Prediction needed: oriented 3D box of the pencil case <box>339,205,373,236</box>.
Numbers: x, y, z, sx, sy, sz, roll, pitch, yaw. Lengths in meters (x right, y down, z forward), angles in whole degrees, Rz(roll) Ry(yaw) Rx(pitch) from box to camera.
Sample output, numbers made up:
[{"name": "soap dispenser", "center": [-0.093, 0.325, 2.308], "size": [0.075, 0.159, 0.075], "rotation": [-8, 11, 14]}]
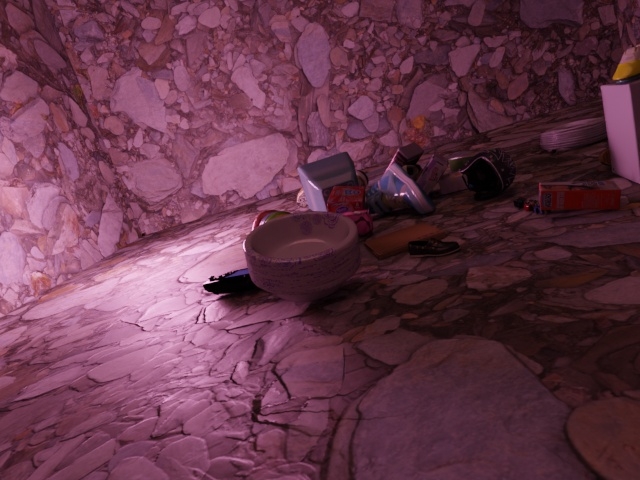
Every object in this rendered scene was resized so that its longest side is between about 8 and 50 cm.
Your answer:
[{"name": "pencil case", "center": [0.071, -0.055, 1.460], "size": [0.209, 0.095, 0.098], "rotation": [-9, -30, 7]}]

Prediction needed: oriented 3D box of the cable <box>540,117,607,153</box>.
[{"name": "cable", "center": [1.085, -0.456, 1.856], "size": [0.257, 0.089, 0.257], "rotation": [-14, 14, 14]}]

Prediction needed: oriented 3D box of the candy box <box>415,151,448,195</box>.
[{"name": "candy box", "center": [0.439, -0.259, 1.738], "size": [0.165, 0.070, 0.196], "rotation": [-59, -5, 24]}]

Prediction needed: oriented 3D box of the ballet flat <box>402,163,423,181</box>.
[{"name": "ballet flat", "center": [0.382, -0.269, 1.923], "size": [0.116, 0.124, 0.342], "rotation": [-4, 19, 39]}]

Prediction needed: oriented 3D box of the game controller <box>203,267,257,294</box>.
[{"name": "game controller", "center": [-0.193, 0.101, 1.302], "size": [0.319, 0.067, 0.166], "rotation": [-11, 15, 23]}]

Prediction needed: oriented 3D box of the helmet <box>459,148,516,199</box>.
[{"name": "helmet", "center": [0.570, -0.229, 1.451], "size": [0.161, 0.169, 0.169], "rotation": [-29, 6, 33]}]

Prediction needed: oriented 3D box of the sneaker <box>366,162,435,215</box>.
[{"name": "sneaker", "center": [0.283, -0.142, 1.609], "size": [0.208, 0.127, 0.319], "rotation": [-42, 31, 13]}]

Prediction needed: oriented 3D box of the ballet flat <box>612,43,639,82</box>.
[{"name": "ballet flat", "center": [0.842, -0.477, 1.143], "size": [0.231, 0.077, 0.077], "rotation": [-25, 16, -29]}]

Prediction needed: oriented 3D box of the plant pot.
[{"name": "plant pot", "center": [0.063, -0.216, 1.908], "size": [0.247, 0.247, 0.252], "rotation": [-18, 27, -4]}]

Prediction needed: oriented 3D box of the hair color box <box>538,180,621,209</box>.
[{"name": "hair color box", "center": [0.638, -0.113, 1.072], "size": [0.167, 0.053, 0.093], "rotation": [0, 20, 24]}]

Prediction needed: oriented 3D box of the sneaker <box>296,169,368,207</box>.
[{"name": "sneaker", "center": [0.046, -0.245, 2.257], "size": [0.410, 0.158, 0.182], "rotation": [-17, 30, 23]}]

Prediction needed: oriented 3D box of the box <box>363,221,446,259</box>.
[{"name": "box", "center": [0.240, -0.002, 1.263], "size": [0.201, 0.021, 0.164], "rotation": [-19, 14, -4]}]

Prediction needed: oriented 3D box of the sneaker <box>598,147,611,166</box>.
[{"name": "sneaker", "center": [0.956, -0.273, 1.364], "size": [0.185, 0.070, 0.084], "rotation": [-12, 5, -2]}]

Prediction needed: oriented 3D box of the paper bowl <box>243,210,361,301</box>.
[{"name": "paper bowl", "center": [-0.041, 0.044, 1.080], "size": [0.284, 0.148, 0.284], "rotation": [-7, 27, 4]}]

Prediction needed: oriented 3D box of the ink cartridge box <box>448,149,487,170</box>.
[{"name": "ink cartridge box", "center": [0.740, -0.391, 2.087], "size": [0.109, 0.062, 0.209], "rotation": [-24, 16, -29]}]

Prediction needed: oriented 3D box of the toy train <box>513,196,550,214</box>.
[{"name": "toy train", "center": [0.582, -0.096, 1.192], "size": [0.036, 0.027, 0.158], "rotation": [-20, 14, -1]}]

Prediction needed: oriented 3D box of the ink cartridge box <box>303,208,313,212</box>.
[{"name": "ink cartridge box", "center": [0.000, 0.000, 1.326], "size": [0.115, 0.198, 0.067], "rotation": [-35, -20, -52]}]

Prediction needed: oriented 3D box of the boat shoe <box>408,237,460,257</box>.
[{"name": "boat shoe", "center": [0.286, 0.016, 1.096], "size": [0.133, 0.042, 0.049], "rotation": [-6, 16, 35]}]

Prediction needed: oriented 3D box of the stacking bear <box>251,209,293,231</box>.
[{"name": "stacking bear", "center": [-0.118, -0.018, 1.513], "size": [0.175, 0.164, 0.289], "rotation": [-24, 19, -24]}]

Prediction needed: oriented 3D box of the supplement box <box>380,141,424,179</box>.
[{"name": "supplement box", "center": [0.380, -0.344, 2.056], "size": [0.130, 0.073, 0.239], "rotation": [-27, -24, -38]}]

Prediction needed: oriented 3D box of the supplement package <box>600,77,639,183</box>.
[{"name": "supplement package", "center": [0.882, -0.310, 1.159], "size": [0.145, 0.262, 0.204], "rotation": [-13, 14, 19]}]

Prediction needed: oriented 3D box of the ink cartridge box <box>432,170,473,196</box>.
[{"name": "ink cartridge box", "center": [0.533, -0.234, 1.727], "size": [0.181, 0.062, 0.104], "rotation": [-13, 14, 20]}]

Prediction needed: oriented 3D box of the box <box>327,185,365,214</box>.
[{"name": "box", "center": [0.102, -0.122, 1.620], "size": [0.128, 0.123, 0.257], "rotation": [0, 19, 8]}]
